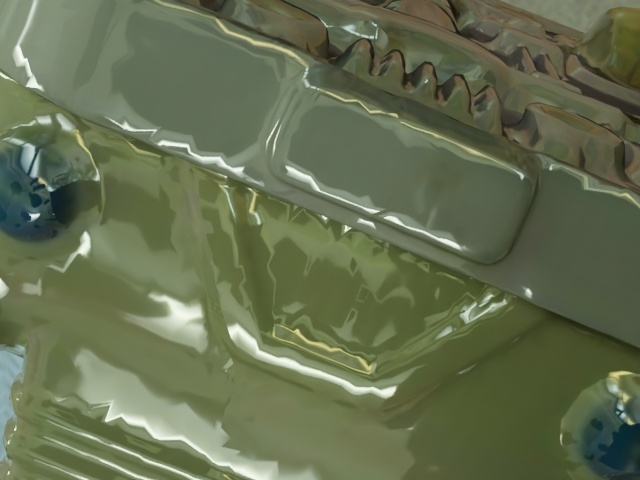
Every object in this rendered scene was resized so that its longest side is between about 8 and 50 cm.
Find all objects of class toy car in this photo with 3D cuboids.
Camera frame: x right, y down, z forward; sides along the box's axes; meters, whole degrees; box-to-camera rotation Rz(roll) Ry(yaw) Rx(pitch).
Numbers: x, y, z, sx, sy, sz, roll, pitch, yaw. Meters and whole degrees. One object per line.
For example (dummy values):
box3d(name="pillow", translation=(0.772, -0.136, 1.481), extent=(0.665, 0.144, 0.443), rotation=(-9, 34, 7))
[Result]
box3d(name="toy car", translation=(0.000, 0.000, 0.484), extent=(0.242, 0.336, 0.226), rotation=(22, 105, -5))
